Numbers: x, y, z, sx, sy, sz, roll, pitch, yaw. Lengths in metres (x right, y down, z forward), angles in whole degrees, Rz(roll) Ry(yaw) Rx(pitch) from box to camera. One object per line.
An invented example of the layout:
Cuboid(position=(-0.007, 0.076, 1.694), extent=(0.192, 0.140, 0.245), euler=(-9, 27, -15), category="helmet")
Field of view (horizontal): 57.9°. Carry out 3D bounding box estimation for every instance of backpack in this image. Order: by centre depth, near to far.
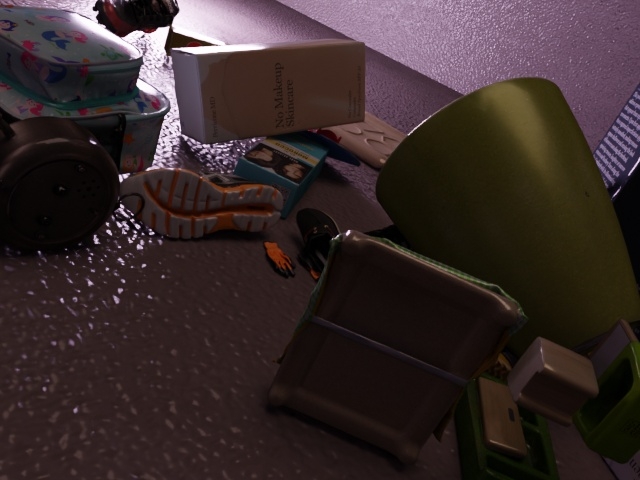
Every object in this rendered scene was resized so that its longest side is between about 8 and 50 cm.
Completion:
Cuboid(position=(-0.316, -0.173, 0.707), extent=(0.225, 0.191, 0.253), euler=(33, 22, 18), category="backpack")

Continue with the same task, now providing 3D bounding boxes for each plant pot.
Cuboid(position=(0.254, 0.001, 0.723), extent=(0.274, 0.275, 0.294), euler=(0, 56, -41), category="plant pot")

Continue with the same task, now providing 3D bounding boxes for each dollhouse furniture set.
Cuboid(position=(0.124, 0.100, 0.542), extent=(0.301, 0.198, 0.151), euler=(25, 27, -2), category="dollhouse furniture set")

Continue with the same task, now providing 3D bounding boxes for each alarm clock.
Cuboid(position=(-0.254, -0.048, 0.584), extent=(0.064, 0.129, 0.192), euler=(42, 15, 30), category="alarm clock")

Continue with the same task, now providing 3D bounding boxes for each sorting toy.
Cuboid(position=(0.080, -0.261, 1.377), extent=(0.307, 0.041, 0.229), euler=(36, 32, 22), category="sorting toy")

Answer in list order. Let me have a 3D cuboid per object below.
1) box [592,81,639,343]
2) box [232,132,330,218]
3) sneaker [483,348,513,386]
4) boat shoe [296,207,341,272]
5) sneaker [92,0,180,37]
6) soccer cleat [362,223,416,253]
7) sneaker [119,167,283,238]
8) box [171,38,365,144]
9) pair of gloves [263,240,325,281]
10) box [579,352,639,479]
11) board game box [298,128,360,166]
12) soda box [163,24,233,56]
Cuboid(position=(0.551, -0.014, 0.903), extent=(0.293, 0.396, 0.212), euler=(26, 26, 2), category="box")
Cuboid(position=(-0.061, -0.122, 0.959), extent=(0.100, 0.060, 0.244), euler=(25, 25, 1), category="box")
Cuboid(position=(0.143, 0.117, 0.692), extent=(0.185, 0.070, 0.084), euler=(34, 19, 5), category="sneaker")
Cuboid(position=(0.001, -0.001, 0.776), extent=(0.042, 0.049, 0.133), euler=(19, 29, -46), category="boat shoe")
Cuboid(position=(-0.412, -0.533, 1.336), extent=(0.135, 0.098, 0.276), euler=(-13, 19, 17), category="sneaker")
Cuboid(position=(0.122, -0.008, 0.890), extent=(0.178, 0.072, 0.060), euler=(-3, 37, -44), category="soccer cleat")
Cuboid(position=(-0.154, -0.052, 0.740), extent=(0.214, 0.084, 0.083), euler=(6, 18, -40), category="sneaker")
Cuboid(position=(-0.082, -0.261, 0.990), extent=(0.310, 0.148, 0.121), euler=(-16, 27, -28), category="box")
Cuboid(position=(-0.031, 0.026, 0.763), extent=(0.083, 0.010, 0.074), euler=(10, 29, -29), category="pair of gloves")
Cuboid(position=(0.356, 0.212, 0.686), extent=(0.063, 0.067, 0.324), euler=(14, 29, -20), category="box")
Cuboid(position=(0.005, -0.194, 1.094), extent=(0.168, 0.033, 0.133), euler=(23, -5, 38), category="board game box")
Cuboid(position=(-0.280, -0.457, 1.399), extent=(0.181, 0.061, 0.058), euler=(9, 29, -30), category="soda box")
